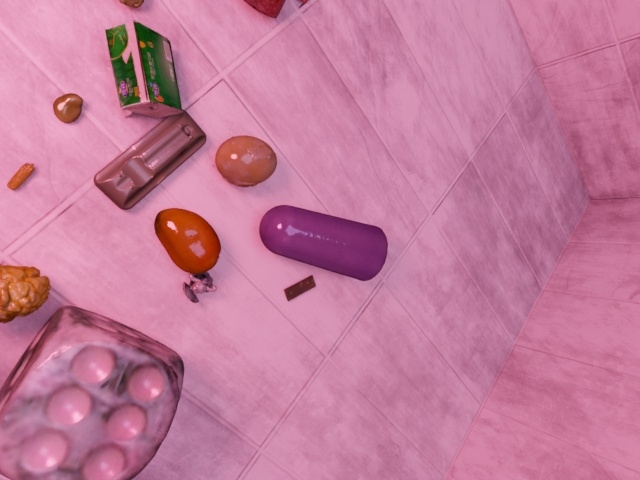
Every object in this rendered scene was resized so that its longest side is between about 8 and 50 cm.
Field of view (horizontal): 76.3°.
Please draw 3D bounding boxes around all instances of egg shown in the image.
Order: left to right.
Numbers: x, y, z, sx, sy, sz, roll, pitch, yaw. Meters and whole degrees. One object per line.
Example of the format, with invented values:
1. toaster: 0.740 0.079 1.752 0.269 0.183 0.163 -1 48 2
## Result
1. egg: -0.232 -0.249 1.284 0.201 0.164 0.164 -8 96 -38

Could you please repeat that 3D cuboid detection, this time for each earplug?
1. earplug: 0.000 0.000 1.429 0.456 0.215 0.215 15 84 -29

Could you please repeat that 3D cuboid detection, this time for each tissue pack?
1. tissue pack: -0.498 -0.452 1.114 0.148 0.156 0.209 -25 107 -74

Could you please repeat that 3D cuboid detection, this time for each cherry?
1. cherry: -0.190 -0.826 1.277 0.175 0.192 0.250 -85 155 -47

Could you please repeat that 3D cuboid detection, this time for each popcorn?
1. popcorn: -0.745 0.115 0.965 0.173 0.173 0.142 -11 115 -33

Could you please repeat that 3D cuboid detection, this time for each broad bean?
1. broad bean: -0.660 -0.349 1.066 0.063 0.045 0.083 35 81 -41

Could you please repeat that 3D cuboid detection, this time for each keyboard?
1. keyboard: -0.074 0.174 1.491 0.129 0.015 0.049 -26 111 -30

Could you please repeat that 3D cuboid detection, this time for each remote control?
1. remote control: -0.480 -0.238 1.174 0.335 0.065 0.128 -50 118 -21

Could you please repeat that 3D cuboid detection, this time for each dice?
1. dice: -0.555 0.372 0.983 0.330 0.348 0.328 36 71 -31

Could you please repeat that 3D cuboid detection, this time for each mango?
1. mango: -0.389 -0.005 1.212 0.151 0.120 0.221 -34 101 -27

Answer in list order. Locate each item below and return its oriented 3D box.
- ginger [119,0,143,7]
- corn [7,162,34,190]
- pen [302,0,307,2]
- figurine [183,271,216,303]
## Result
1. ginger: -0.595 -0.749 1.070 0.290 0.089 0.137 31 57 -35
2. corn: -0.751 -0.163 1.022 0.027 0.028 0.083 43 73 -33
3. pen: -0.145 -0.885 1.392 0.239 0.028 0.028 15 84 -33
4. figurine: -0.373 0.136 1.248 0.086 0.082 0.094 -30 117 -6
